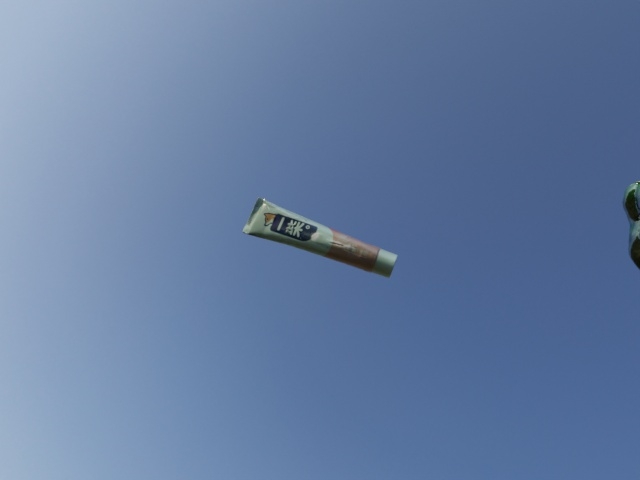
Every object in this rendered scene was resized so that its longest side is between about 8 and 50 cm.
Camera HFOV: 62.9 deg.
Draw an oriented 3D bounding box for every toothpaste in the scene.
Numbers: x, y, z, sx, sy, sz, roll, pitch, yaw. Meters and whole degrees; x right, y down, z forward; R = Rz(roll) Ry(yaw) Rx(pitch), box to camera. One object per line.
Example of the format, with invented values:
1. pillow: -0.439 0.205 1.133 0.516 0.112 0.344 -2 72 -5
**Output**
1. toothpaste: 0.000 0.000 0.698 0.205 0.056 0.036 20 -20 6

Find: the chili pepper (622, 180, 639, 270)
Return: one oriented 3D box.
1. chili pepper: 0.430 0.039 0.617 0.099 0.084 0.253 102 -32 -80
